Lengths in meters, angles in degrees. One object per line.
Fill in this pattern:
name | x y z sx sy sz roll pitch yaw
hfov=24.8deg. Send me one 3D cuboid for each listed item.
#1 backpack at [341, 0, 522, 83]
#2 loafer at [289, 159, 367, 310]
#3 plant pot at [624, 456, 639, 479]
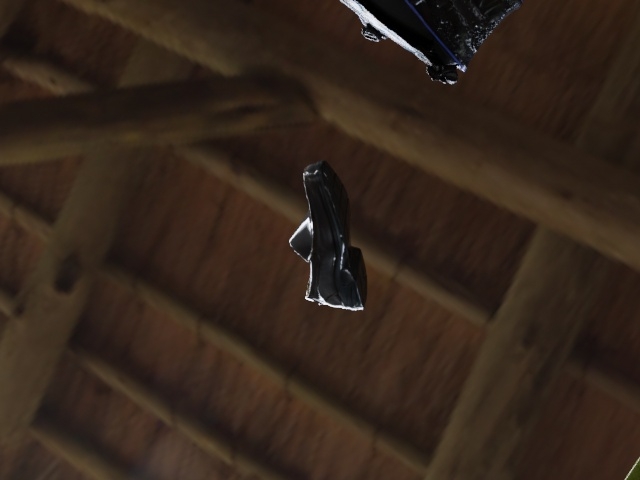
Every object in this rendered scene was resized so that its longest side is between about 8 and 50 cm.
backpack | 0.050 -0.217 1.044 0.173 0.117 0.158 40 3 -31
loafer | 0.000 0.000 1.363 0.061 0.062 0.170 -4 -53 13
plant pot | 0.482 0.360 1.588 0.293 0.275 0.275 32 -33 1
